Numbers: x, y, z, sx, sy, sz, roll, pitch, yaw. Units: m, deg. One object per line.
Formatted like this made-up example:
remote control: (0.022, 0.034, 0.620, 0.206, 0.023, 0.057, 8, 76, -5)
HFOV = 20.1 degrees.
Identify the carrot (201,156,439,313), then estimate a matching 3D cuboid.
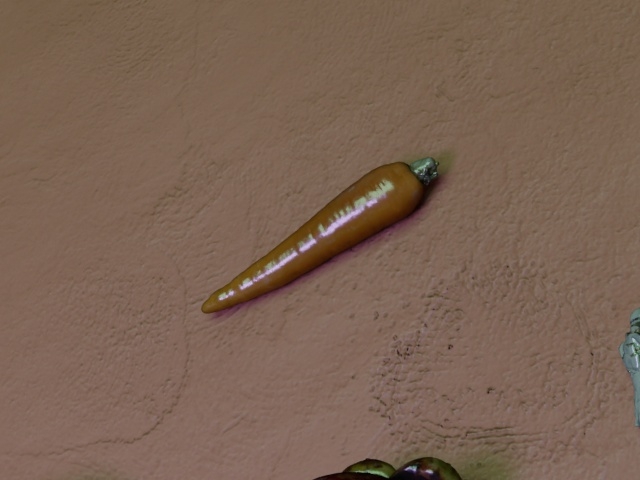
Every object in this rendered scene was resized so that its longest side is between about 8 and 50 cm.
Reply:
carrot: (0.000, 0.000, 2.136, 0.336, 0.069, 0.069, -34, 56, 9)

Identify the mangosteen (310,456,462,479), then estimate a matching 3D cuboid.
mangosteen: (0.060, 0.319, 1.869, 0.215, 0.215, 0.257, 28, 60, 33)

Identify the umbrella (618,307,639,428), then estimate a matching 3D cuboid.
umbrella: (0.351, 0.137, 1.909, 0.067, 0.062, 0.143, -36, 50, 42)
